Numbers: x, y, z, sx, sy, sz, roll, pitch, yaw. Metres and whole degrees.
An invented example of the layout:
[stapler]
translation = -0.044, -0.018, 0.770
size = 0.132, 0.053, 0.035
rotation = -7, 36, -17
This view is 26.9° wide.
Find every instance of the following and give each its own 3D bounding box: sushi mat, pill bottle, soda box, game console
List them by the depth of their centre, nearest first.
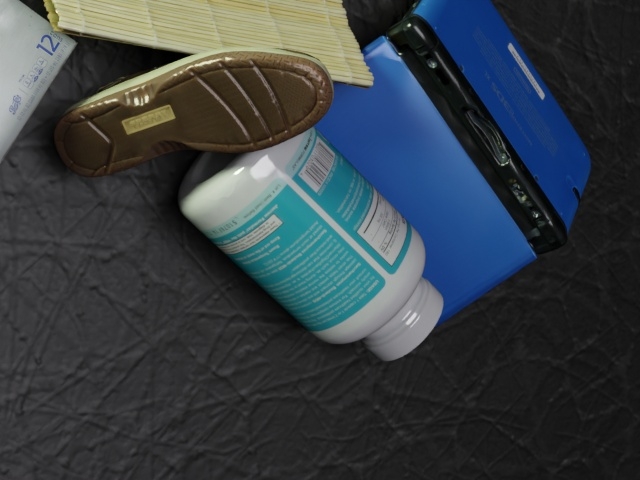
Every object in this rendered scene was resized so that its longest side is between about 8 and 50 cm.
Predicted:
[soda box]
translation = -0.332, -0.079, 1.142
size = 0.098, 0.091, 0.286
rotation = 35, 76, -25
[sushi mat]
translation = -0.106, -0.213, 1.243
size = 0.317, 0.151, 0.019
rotation = 7, 133, -28
[pill bottle]
translation = 0.000, 0.000, 1.286
size = 0.264, 0.146, 0.146
rotation = 45, 72, -21
[game console]
translation = 0.126, -0.103, 1.417
size = 0.293, 0.173, 0.250
rotation = 53, 38, -18

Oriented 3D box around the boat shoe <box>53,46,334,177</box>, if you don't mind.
[boat shoe]
translation = -0.109, -0.128, 1.192
size = 0.257, 0.095, 0.095
rotation = -8, 114, 15
